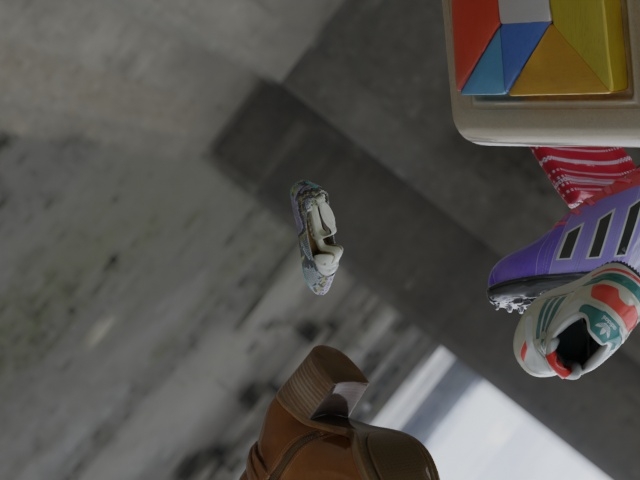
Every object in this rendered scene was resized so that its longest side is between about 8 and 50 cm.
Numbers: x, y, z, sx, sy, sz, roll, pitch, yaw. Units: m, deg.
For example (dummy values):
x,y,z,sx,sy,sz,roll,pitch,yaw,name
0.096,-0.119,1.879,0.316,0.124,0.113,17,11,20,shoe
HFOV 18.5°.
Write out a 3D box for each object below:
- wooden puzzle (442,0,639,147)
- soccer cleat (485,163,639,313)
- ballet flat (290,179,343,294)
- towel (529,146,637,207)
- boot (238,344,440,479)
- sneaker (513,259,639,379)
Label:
x,y,z,sx,sy,sz,roll,pitch,yaw,name
0.158,-0.181,1.412,0.044,0.238,0.221,-18,-166,-37,wooden puzzle
0.273,-0.011,1.771,0.318,0.116,0.108,-12,176,-30,soccer cleat
0.000,0.000,1.799,0.041,0.041,0.114,-45,128,-55,ballet flat
0.259,-0.150,2.168,0.031,0.275,0.199,-41,156,29,towel
0.008,0.281,2.145,0.109,0.283,0.220,4,127,-43,boot
0.177,0.072,1.434,0.075,0.057,0.161,-46,-176,-34,sneaker
